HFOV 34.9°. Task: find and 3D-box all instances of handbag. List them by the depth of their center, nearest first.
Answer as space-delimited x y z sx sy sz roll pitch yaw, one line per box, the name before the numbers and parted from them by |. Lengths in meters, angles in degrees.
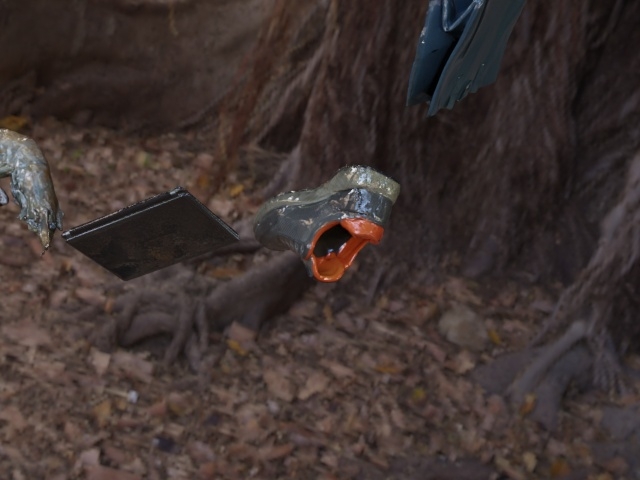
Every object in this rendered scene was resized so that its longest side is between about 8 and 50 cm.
handbag | 0.161 -0.219 1.105 0.057 0.144 0.221 24 27 17

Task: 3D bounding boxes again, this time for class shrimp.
shrimp | -0.417 -0.070 1.379 0.126 0.047 0.223 2 48 -40

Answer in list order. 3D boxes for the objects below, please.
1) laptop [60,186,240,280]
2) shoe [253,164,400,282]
laptop | -0.205 -0.005 1.234 0.129 0.180 0.016 43 36 -49
shoe | 0.000 0.000 1.737 0.132 0.171 0.336 25 -29 -32
